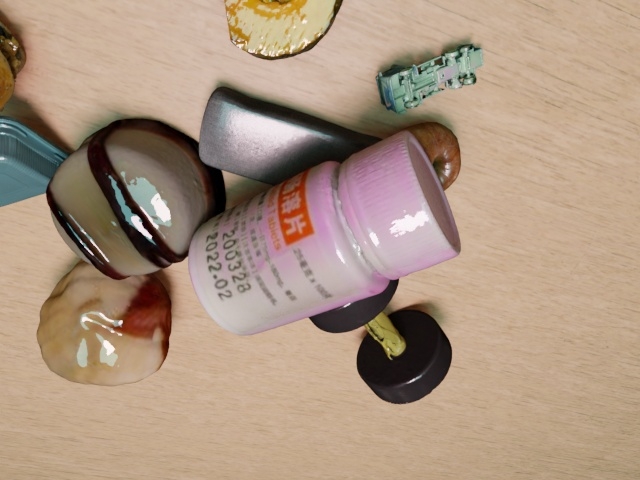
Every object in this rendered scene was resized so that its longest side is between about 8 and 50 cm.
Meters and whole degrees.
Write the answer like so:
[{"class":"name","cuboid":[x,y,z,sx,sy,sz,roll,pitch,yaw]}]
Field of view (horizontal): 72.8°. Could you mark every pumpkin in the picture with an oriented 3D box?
[{"class":"pumpkin","cuboid":[-0.104,-0.371,0.585,0.280,0.139,0.190,28,116,-17]}]

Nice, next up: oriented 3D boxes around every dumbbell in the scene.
[{"class":"dumbbell","cuboid":[0.115,0.164,0.889,0.203,0.204,0.322,-30,119,14]}]

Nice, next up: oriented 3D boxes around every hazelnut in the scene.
[{"class":"hazelnut","cuboid":[-0.418,0.162,0.863,0.260,0.241,0.261,0,93,-4]}]

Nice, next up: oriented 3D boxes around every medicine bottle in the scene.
[{"class":"medicine bottle","cuboid":[0.000,0.000,0.688,0.388,0.219,0.219,-22,121,26]}]

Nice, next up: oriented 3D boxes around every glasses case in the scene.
[{"class":"glasses case","cuboid":[-0.044,-0.155,0.757,0.322,0.074,0.131,15,121,-12]}]

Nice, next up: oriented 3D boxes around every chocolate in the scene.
[{"class":"chocolate","cuboid":[-0.315,-0.052,0.740,0.283,0.186,0.284,-2,122,-3]}]

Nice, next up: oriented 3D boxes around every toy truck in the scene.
[{"class":"toy truck","cuboid":[0.176,-0.272,0.710,0.175,0.081,0.067,-26,122,-9]}]

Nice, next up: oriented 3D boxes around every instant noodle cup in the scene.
[{"class":"instant noodle cup","cuboid":[-0.525,-0.117,0.711,0.179,0.070,0.157,-15,160,7]}]

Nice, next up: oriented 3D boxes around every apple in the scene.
[{"class":"apple","cuboid":[0.180,-0.141,0.760,0.125,0.102,0.126,-8,117,-16]}]

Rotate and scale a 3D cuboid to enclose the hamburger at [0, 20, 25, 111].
[{"class":"hamburger","cuboid":[-0.524,-0.251,0.616,0.184,0.131,0.159,-28,142,9]}]
